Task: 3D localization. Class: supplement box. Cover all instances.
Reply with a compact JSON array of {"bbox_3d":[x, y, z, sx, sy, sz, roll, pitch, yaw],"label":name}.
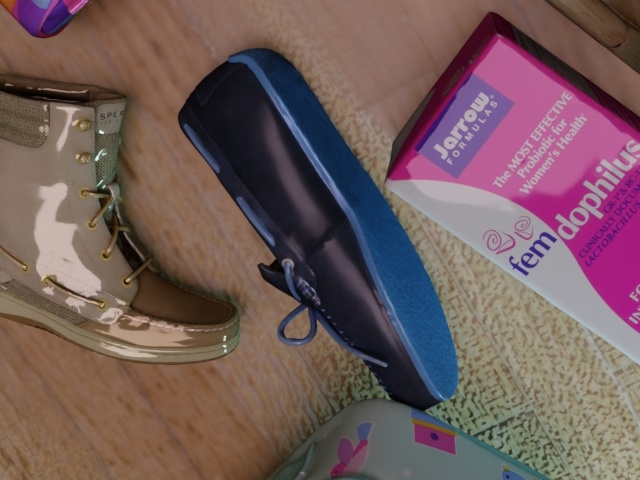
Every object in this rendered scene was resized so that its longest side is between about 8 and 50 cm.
[{"bbox_3d":[0.160,-0.028,0.602,0.220,0.114,0.111,34,110,-4],"label":"supplement box"}]

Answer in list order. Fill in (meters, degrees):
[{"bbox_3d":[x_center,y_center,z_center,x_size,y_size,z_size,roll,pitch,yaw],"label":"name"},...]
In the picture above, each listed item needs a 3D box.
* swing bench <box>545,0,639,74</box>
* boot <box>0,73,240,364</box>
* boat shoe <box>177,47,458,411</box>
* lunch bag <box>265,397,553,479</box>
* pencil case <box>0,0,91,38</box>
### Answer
[{"bbox_3d":[0.157,-0.257,0.500,0.254,0.165,0.253,35,109,-11],"label":"swing bench"},{"bbox_3d":[-0.144,-0.015,0.660,0.213,0.077,0.165,16,108,4],"label":"boot"},{"bbox_3d":[0.000,0.000,0.648,0.089,0.109,0.258,-30,87,22],"label":"boat shoe"},{"bbox_3d":[0.037,0.240,0.672,0.224,0.108,0.279,29,130,-8],"label":"lunch bag"},{"bbox_3d":[-0.212,-0.230,0.582,0.104,0.104,0.236,-42,99,18],"label":"pencil case"}]
